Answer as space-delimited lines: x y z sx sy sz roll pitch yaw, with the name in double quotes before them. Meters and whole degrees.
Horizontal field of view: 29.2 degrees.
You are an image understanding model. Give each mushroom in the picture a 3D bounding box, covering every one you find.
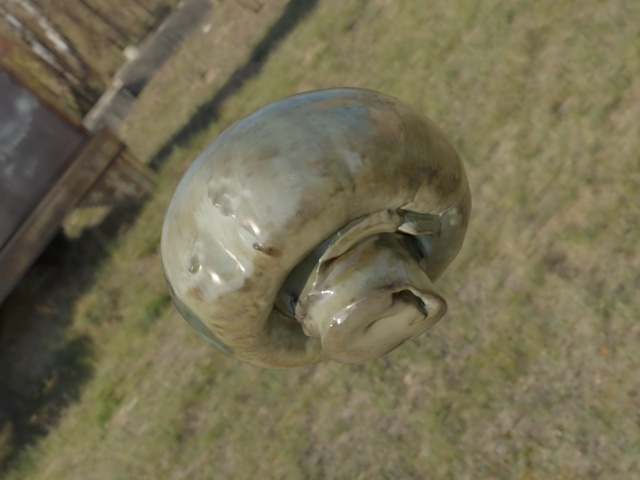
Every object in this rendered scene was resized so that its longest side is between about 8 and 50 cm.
"mushroom" 0.000 0.000 0.628 0.166 0.166 0.127 -46 50 18
